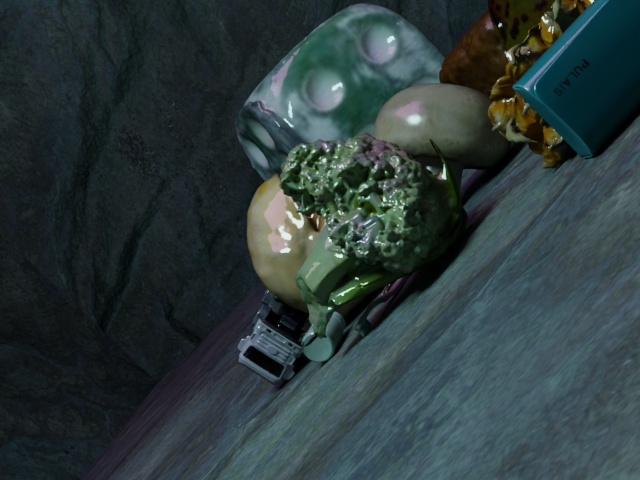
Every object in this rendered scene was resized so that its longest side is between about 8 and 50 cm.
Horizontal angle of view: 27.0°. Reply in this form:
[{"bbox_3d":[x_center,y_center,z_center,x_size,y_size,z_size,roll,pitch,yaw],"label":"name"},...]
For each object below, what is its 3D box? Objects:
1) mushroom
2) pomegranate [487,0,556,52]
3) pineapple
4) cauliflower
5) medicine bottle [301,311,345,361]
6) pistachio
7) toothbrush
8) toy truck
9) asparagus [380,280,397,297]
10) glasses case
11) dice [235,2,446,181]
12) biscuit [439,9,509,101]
[{"bbox_3d":[0.177,-0.129,1.954,0.204,0.204,0.204,-46,4,4],"label":"mushroom"},{"bbox_3d":[0.360,-0.346,1.794,0.286,0.231,0.231,-43,4,7],"label":"pomegranate"},{"bbox_3d":[0.301,-0.206,1.560,0.236,0.114,0.186,-56,-21,17],"label":"pineapple"},{"bbox_3d":[0.050,-0.001,1.729,0.315,0.239,0.256,-53,34,2],"label":"cauliflower"},{"bbox_3d":[0.006,0.132,1.854,0.047,0.047,0.083,-44,4,25],"label":"medicine bottle"},{"bbox_3d":[0.000,0.000,2.029,0.230,0.230,0.309,-45,20,12],"label":"pistachio"},{"bbox_3d":[0.096,0.064,1.801,0.017,0.022,0.204,-28,15,43],"label":"toothbrush"},{"bbox_3d":[-0.062,0.147,2.056,0.116,0.110,0.216,-58,1,17],"label":"toy truck"},{"bbox_3d":[0.123,0.032,1.871,0.016,0.016,0.163,-22,21,47],"label":"asparagus"},{"bbox_3d":[0.354,-0.235,1.442,0.301,0.117,0.070,-47,6,-1],"label":"glasses case"},{"bbox_3d":[0.059,-0.213,2.510,0.348,0.328,0.330,-42,-4,-21],"label":"dice"},{"bbox_3d":[0.365,-0.364,2.123,0.395,0.166,0.343,-50,4,-21],"label":"biscuit"}]
